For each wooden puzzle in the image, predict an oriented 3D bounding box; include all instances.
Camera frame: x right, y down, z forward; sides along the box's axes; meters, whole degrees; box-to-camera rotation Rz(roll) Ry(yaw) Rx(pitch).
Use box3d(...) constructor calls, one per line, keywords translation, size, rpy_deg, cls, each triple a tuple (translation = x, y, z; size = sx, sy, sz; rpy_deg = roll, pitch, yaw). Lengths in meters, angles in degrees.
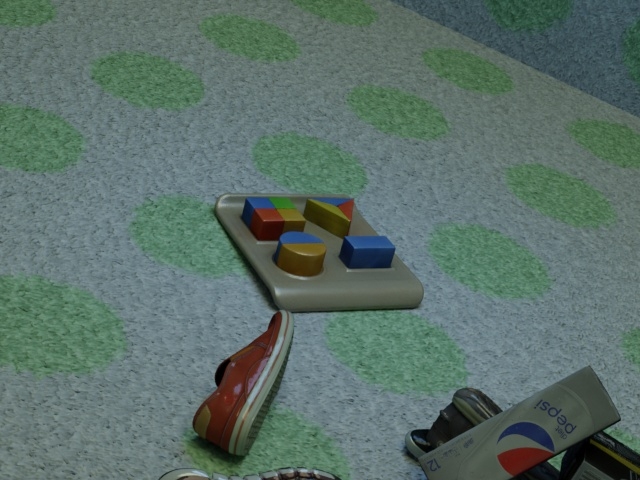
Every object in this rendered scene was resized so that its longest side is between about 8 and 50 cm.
box3d(translation=(0.000, 0.000, 2.514), size=(0.322, 0.080, 0.348), rpy_deg=(0, 35, -28), cls="wooden puzzle")

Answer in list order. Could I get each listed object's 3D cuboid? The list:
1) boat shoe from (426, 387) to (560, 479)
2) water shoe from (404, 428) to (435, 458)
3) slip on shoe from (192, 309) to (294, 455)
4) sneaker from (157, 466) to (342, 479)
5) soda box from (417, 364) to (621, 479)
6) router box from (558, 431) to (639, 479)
box3d(translation=(0.303, 0.389, 1.998), size=(0.355, 0.130, 0.132), rpy_deg=(49, 10, 17), cls="boat shoe")
box3d(translation=(0.239, 0.327, 2.104), size=(0.203, 0.080, 0.073), rpy_deg=(16, 29, -4), cls="water shoe")
box3d(translation=(-0.113, 0.211, 2.080), size=(0.101, 0.123, 0.331), rpy_deg=(18, 35, 7), cls="slip on shoe")
box3d(translation=(-0.092, 0.404, 1.801), size=(0.281, 0.106, 0.162), rpy_deg=(1, 38, -9), cls="sneaker")
box3d(translation=(0.290, 0.289, 1.895), size=(0.091, 0.286, 0.098), rpy_deg=(62, 8, 14), cls="soda box")
box3d(translation=(0.499, 0.404, 1.914), size=(0.309, 0.081, 0.243), rpy_deg=(32, 11, 8), cls="router box")
